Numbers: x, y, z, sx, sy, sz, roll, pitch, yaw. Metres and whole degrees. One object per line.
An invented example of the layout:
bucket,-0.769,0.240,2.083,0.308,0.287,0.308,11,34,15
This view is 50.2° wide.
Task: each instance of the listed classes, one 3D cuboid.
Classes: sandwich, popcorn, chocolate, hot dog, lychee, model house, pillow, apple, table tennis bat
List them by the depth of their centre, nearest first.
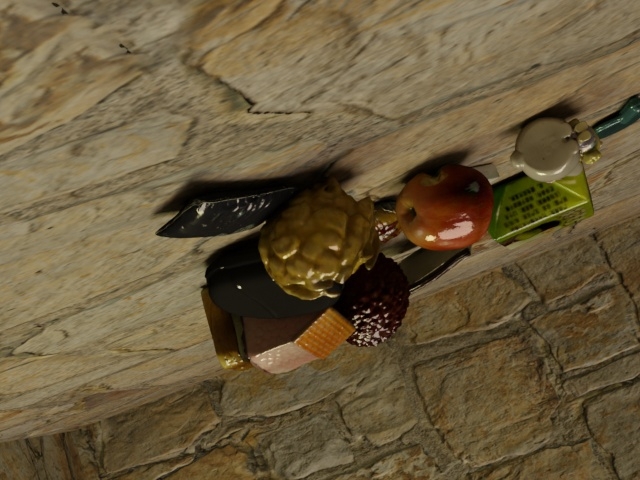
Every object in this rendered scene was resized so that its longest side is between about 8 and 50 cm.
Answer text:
pillow,-0.151,-0.046,1.118,0.208,0.055,0.141,-10,165,-44
popcorn,0.000,0.000,1.223,0.250,0.190,0.250,-37,-172,6
apple,0.248,-0.067,1.387,0.199,0.199,0.199,-19,166,-5
table tennis bat,0.653,-0.261,1.487,0.124,0.033,0.201,-22,169,-1
hot dog,0.081,-0.010,1.543,0.271,0.081,0.162,-24,167,12
model house,-0.053,0.182,1.691,0.237,0.236,0.202,-21,145,17
sandwich,-0.219,0.216,1.702,0.065,0.214,0.186,-21,166,9
chocolate,0.569,-0.092,1.794,0.289,0.137,0.301,-25,166,20
lychee,0.103,0.159,1.834,0.300,0.264,0.264,-44,173,-17

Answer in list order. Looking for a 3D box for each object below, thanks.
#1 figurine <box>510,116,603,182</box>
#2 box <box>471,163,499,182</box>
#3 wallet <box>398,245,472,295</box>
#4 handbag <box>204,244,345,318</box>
figurine,0.479,-0.181,1.379,0.155,0.127,0.235,-37,166,22
box,0.325,-0.120,1.549,0.084,0.040,0.154,-15,167,-29
wallet,0.314,0.078,1.995,0.335,0.068,0.275,-39,-167,25
handbag,-0.100,0.091,1.477,0.308,0.093,0.254,-12,152,24
